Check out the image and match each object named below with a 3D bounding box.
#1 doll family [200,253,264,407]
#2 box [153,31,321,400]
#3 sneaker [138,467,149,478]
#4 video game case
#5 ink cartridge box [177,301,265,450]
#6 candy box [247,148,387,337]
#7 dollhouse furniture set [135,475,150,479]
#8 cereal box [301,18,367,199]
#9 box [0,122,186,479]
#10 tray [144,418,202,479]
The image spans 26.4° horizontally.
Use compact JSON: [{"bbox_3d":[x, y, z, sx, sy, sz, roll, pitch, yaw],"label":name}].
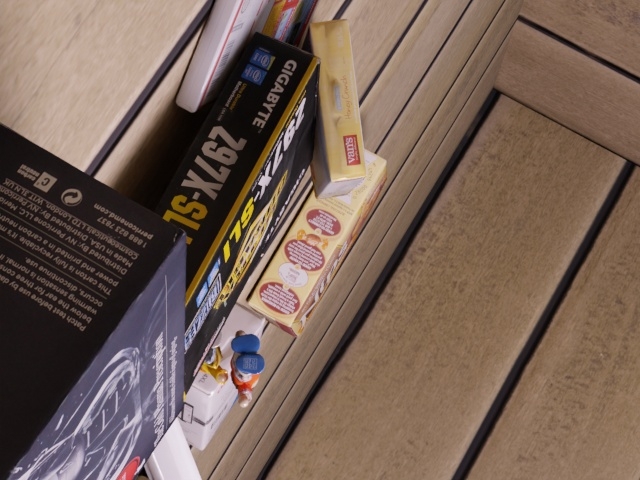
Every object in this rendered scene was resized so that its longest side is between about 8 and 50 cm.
[{"bbox_3d":[-0.130,0.076,1.693,0.163,0.118,0.263,108,-16,-71],"label":"doll family"},{"bbox_3d":[-0.103,-0.017,1.394,0.257,0.079,0.322,93,23,-69],"label":"box"},{"bbox_3d":[-0.279,0.338,1.796,0.131,0.112,0.319,-32,-179,9],"label":"sneaker"},{"bbox_3d":[-0.046,-0.250,1.382,0.204,0.025,0.285,-65,170,24],"label":"video game case"},{"bbox_3d":[-0.159,0.189,1.962,0.148,0.086,0.203,-55,169,-31],"label":"ink cartridge box"},{"bbox_3d":[0.000,0.000,2.276,0.316,0.087,0.183,-59,172,-7],"label":"candy box"},{"bbox_3d":[-0.214,0.315,1.308,0.151,0.301,0.197,-59,175,-28],"label":"dollhouse furniture set"},{"bbox_3d":[0.011,-0.142,1.555,0.240,0.047,0.173,154,-72,-84],"label":"cereal box"},{"bbox_3d":[-0.248,0.142,0.955,0.312,0.179,0.343,-56,170,-25],"label":"box"},{"bbox_3d":[-0.196,0.301,1.783,0.145,0.030,0.270,-92,167,-60],"label":"tray"}]
